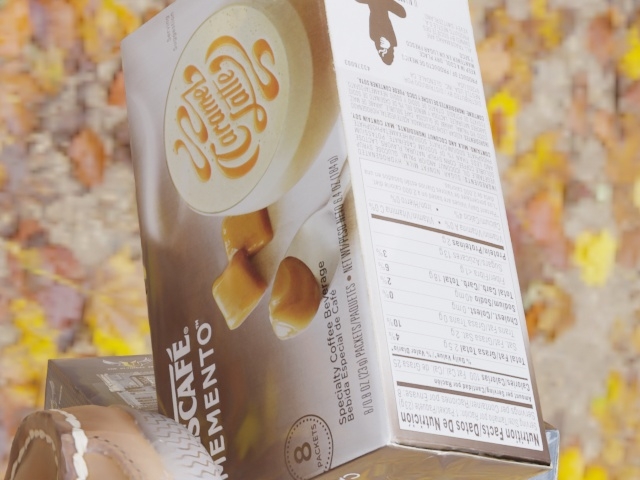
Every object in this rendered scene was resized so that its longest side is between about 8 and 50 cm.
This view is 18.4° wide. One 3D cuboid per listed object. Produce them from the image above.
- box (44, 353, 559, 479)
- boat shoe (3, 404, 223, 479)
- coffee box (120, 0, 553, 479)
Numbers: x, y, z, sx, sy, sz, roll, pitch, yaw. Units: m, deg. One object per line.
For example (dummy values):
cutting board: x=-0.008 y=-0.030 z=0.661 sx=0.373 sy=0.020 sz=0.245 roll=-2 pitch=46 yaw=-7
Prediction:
box: x=-0.015 y=0.107 z=1.068 sx=0.232 sy=0.183 sz=0.059 roll=-1 pitch=103 yaw=-23
boat shoe: x=-0.094 y=0.187 z=0.412 sx=0.116 sy=0.123 sz=0.324 roll=16 pitch=77 yaw=-17
coffee box: x=0.000 y=0.000 z=0.870 sx=0.098 sy=0.141 sz=0.246 roll=13 pitch=60 yaw=-40
